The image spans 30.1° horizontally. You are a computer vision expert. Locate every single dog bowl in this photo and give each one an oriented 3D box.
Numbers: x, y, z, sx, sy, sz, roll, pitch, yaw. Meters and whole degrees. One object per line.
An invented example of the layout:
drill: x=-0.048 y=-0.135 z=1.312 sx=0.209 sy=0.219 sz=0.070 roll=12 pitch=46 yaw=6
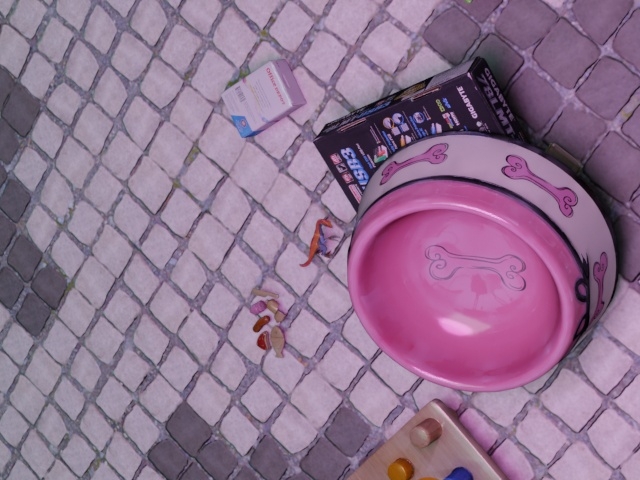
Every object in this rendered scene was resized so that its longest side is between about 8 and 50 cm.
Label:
dog bowl: x=0.220 y=0.050 z=1.749 sx=0.408 sy=0.150 sz=0.408 roll=13 pitch=126 yaw=18

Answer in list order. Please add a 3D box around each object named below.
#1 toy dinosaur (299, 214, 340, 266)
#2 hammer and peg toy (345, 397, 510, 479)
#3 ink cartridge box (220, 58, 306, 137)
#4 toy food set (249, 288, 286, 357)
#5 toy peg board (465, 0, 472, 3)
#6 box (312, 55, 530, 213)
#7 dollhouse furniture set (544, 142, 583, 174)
toy dinosaur: x=0.000 y=0.000 z=2.003 sx=0.047 sy=0.090 sz=0.082 roll=33 pitch=159 yaw=33
hammer and peg toy: x=0.227 y=0.461 z=1.921 sx=0.361 sy=0.127 sz=0.266 roll=49 pitch=117 yaw=14
ink cartridge box: x=-0.096 y=-0.242 z=2.027 sx=0.122 sy=0.052 sz=0.088 roll=-28 pitch=84 yaw=33
toy food set: x=-0.093 y=0.145 z=2.118 sx=0.078 sy=0.019 sz=0.122 roll=12 pitch=113 yaw=29
toy peg board: x=0.231 y=-0.429 z=1.744 sx=0.079 sy=0.161 sz=0.161 roll=35 pitch=115 yaw=2
box: x=0.182 y=-0.093 z=1.812 sx=0.293 sy=0.073 sz=0.295 roll=-20 pitch=110 yaw=36
dollhouse furniture set: x=0.321 y=-0.134 z=1.814 sx=0.151 sy=0.058 sz=0.076 roll=37 pitch=109 yaw=-1
